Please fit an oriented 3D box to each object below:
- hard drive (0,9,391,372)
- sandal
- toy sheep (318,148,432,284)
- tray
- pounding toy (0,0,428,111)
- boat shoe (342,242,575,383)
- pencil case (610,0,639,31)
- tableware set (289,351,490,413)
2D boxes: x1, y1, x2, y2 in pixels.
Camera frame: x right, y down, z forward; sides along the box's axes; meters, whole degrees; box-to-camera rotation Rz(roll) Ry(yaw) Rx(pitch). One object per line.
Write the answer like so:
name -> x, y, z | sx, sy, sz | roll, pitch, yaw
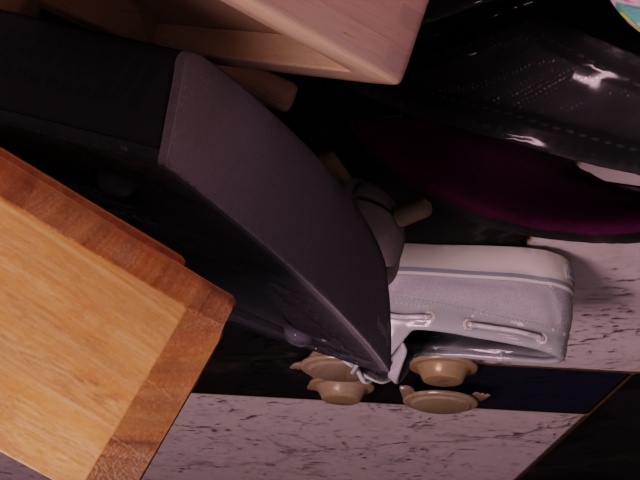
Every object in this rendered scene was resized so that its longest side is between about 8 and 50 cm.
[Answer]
hard drive -> -0.068, -0.018, 0.600 | 0.172, 0.054, 0.254 | 16, 166, 24
sandal -> 0.072, -0.054, 0.616 | 0.446, 0.107, 0.167 | -2, 159, 15
toy sheep -> 0.000, 0.000, 0.812 | 0.132, 0.091, 0.091 | -16, 154, 29
tray -> -0.182, -0.008, 0.561 | 0.203, 0.076, 0.411 | 32, 171, -16
pounding toy -> -0.054, -0.115, 0.499 | 0.206, 0.094, 0.181 | 13, 173, 45
boat shoe -> 0.048, 0.050, 0.942 | 0.228, 0.081, 0.079 | -1, 160, 9
pencil case -> 0.059, -0.145, 0.352 | 0.124, 0.124, 0.284 | -12, 157, 34
tableware set -> 0.058, 0.114, 1.211 | 0.169, 0.020, 0.141 | 4, 158, -2
